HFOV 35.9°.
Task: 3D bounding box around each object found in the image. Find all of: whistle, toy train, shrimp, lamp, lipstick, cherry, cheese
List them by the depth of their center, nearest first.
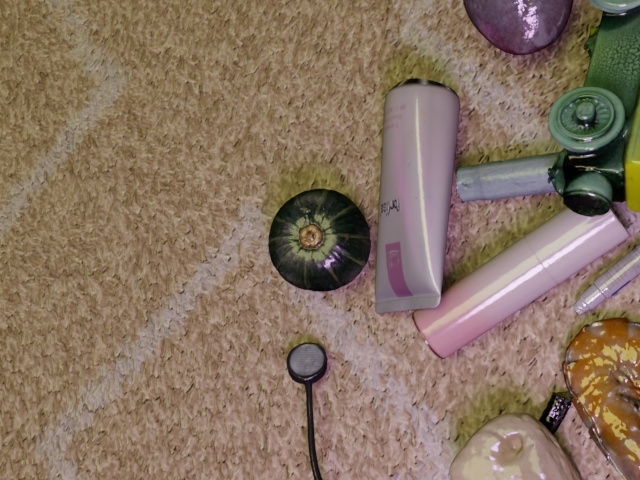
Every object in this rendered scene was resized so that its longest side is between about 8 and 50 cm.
[{"bbox_3d":[0.469,-0.217,1.336,0.272,0.179,0.442,10,65,24],"label":"toy train"},{"bbox_3d":[0.448,0.247,1.339,0.164,0.062,0.317,-28,66,13],"label":"shrimp"},{"bbox_3d":[0.289,0.367,1.349,0.159,0.093,0.263,-32,78,11],"label":"cheese"},{"bbox_3d":[0.290,0.051,1.448,0.326,0.087,0.087,-36,64,15],"label":"lipstick"},{"bbox_3d":[0.355,-0.103,1.468,0.312,0.062,0.062,-7,75,26],"label":"whistle"},{"bbox_3d":[0.311,-0.374,1.517,0.176,0.140,0.176,5,103,21],"label":"cherry"},{"bbox_3d":[-0.002,0.349,1.542,0.130,0.108,0.371,-19,58,0],"label":"lamp"}]

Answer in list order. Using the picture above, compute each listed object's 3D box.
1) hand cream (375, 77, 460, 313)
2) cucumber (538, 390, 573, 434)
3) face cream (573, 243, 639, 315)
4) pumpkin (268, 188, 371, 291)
[{"bbox_3d":[0.143,-0.068,1.534,0.185,0.118,0.359,-14,67,60],"label":"hand cream"},{"bbox_3d":[0.320,0.270,1.411,0.034,0.033,0.135,29,96,0],"label":"cucumber"},{"bbox_3d":[0.416,0.059,1.413,0.130,0.034,0.034,-42,63,11],"label":"face cream"},{"bbox_3d":[0.000,0.000,1.586,0.167,0.125,0.167,-5,78,26],"label":"pumpkin"}]
